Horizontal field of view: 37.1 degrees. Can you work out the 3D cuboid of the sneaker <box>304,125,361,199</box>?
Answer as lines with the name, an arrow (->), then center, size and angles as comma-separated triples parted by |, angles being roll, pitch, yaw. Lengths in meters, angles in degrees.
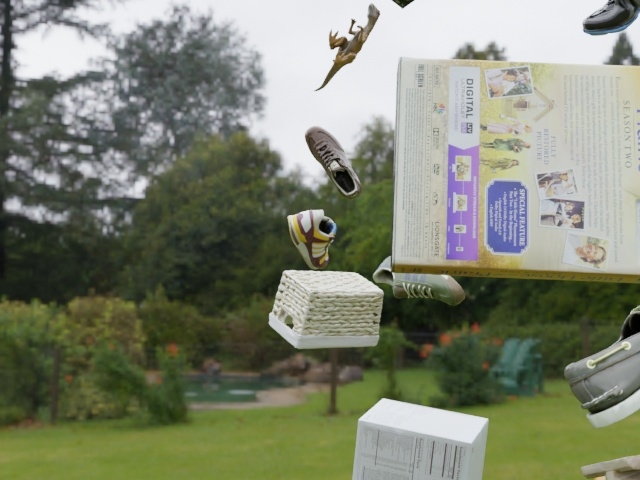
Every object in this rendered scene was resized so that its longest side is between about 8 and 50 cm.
sneaker -> 0.032, -0.174, 2.096 | 0.066, 0.188, 0.071 | -36, 2, 2

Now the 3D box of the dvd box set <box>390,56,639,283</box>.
dvd box set -> 0.310, -0.098, 1.319 | 0.421, 0.307, 0.062 | 2, -14, 2

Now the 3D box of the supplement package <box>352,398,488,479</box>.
supplement package -> 0.231, 0.504, 2.197 | 0.263, 0.198, 0.199 | 8, 9, 20

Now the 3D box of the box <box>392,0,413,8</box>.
box -> 0.203, -0.586, 2.194 | 0.052, 0.062, 0.083 | 32, -33, -25

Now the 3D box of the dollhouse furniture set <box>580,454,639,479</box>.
dollhouse furniture set -> 0.560, 0.465, 1.315 | 0.394, 0.362, 0.256 | -6, -18, -17

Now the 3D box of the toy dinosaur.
toy dinosaur -> 0.046, -0.346, 1.791 | 0.211, 0.064, 0.112 | -49, -16, 20

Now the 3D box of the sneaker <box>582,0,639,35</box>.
sneaker -> 0.454, -0.372, 1.402 | 0.078, 0.188, 0.067 | 48, 1, -30

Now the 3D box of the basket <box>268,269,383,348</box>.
basket -> 0.013, 0.115, 1.625 | 0.167, 0.103, 0.113 | 2, 18, -32

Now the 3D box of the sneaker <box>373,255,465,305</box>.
sneaker -> 0.177, 0.086, 1.790 | 0.086, 0.064, 0.192 | -35, 41, -20

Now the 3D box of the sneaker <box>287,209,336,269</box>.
sneaker -> 0.000, 0.000, 1.922 | 0.084, 0.069, 0.185 | -16, -29, 13

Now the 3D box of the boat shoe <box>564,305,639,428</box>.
boat shoe -> 0.445, 0.134, 1.272 | 0.305, 0.091, 0.109 | -31, -8, -29

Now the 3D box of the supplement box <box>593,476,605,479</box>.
supplement box -> 0.570, 0.547, 1.709 | 0.194, 0.129, 0.191 | 34, 9, -6
